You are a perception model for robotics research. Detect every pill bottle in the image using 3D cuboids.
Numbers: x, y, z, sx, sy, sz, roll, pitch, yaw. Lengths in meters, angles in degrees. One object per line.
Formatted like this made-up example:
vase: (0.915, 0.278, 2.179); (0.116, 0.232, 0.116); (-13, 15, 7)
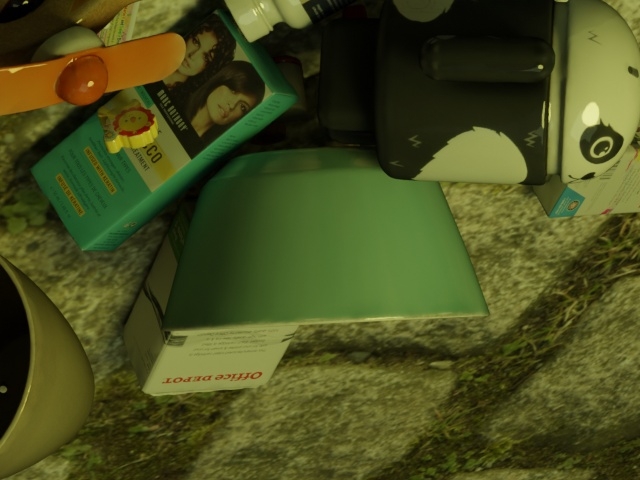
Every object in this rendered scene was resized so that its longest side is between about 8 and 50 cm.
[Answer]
pill bottle: (-0.005, -0.244, 1.556); (0.169, 0.094, 0.094); (-29, 146, 4)

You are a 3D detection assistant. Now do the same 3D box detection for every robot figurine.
robot figurine: (0.140, -0.131, 1.541); (0.278, 0.209, 0.174); (3, 120, 8)

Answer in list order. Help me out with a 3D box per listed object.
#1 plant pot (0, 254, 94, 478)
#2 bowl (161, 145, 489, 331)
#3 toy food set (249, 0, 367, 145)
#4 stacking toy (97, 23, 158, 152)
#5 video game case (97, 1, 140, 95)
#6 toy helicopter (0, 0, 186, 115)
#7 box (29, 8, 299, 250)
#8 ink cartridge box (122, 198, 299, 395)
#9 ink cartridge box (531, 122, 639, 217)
plant pot: (-0.335, 0.135, 1.750); (0.256, 0.256, 0.274); (-32, 161, 10)
bowl: (0.000, 0.000, 1.678); (0.311, 0.163, 0.311); (-4, 177, 0)
toy food set: (0.031, -0.170, 1.707); (0.232, 0.105, 0.111); (-10, 161, 9)
stacking toy: (-0.266, -0.128, 1.539); (0.221, 0.052, 0.167); (-13, 140, 0)
video game case: (-0.234, -0.183, 1.560); (0.143, 0.019, 0.157); (-7, 141, -25)
toy helicopter: (-0.157, -0.198, 1.353); (0.355, 0.235, 0.140); (-10, 145, 0)
box: (-0.146, -0.099, 1.643); (0.244, 0.100, 0.060); (-38, 166, 18)
ink cartridge box: (-0.102, 0.061, 1.901); (0.160, 0.093, 0.219); (-1, 139, -31)
ink cartridge box: (0.340, -0.086, 2.014); (0.181, 0.062, 0.104); (-4, 141, -28)
